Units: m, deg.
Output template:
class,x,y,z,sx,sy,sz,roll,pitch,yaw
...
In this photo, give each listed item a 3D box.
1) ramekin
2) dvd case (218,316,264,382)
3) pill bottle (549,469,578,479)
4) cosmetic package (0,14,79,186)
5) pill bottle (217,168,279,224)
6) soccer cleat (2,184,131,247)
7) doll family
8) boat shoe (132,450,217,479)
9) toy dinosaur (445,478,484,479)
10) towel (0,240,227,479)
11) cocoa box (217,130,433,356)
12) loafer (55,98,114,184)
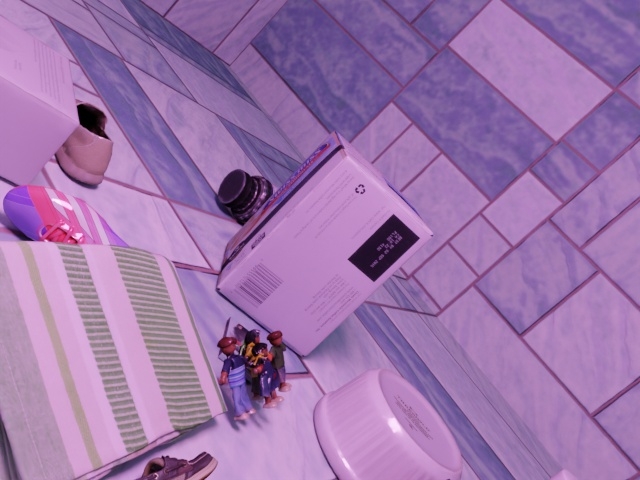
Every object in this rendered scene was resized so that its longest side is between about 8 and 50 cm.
class,x,y,z,sx,sy,sz,roll,pitch,yaw
ramekin,0.125,0.342,1.015,0.273,0.127,0.273,42,14,-13
dvd case,-0.125,0.182,0.973,0.087,0.013,0.119,42,15,-15
pill bottle,0.334,0.488,0.962,0.136,0.245,0.136,43,13,-13
cosmetic package,-0.480,-0.227,0.827,0.224,0.138,0.224,32,19,-41
pill bottle,-0.143,-0.085,1.467,0.219,0.123,0.123,33,19,-43
soccer cleat,-0.303,0.020,0.779,0.248,0.083,0.095,42,18,-28
doll family,-0.095,0.182,0.864,0.193,0.076,0.111,-15,96,-86
boat shoe,-0.158,0.243,0.602,0.049,0.056,0.152,54,15,10
toy dinosaur,0.177,0.447,0.790,0.321,0.218,0.164,15,34,-4
towel,-0.231,0.119,0.646,0.248,0.038,0.325,69,19,9
cocoa box,0.000,0.000,1.164,0.231,0.347,0.228,41,14,-18
loafer,-0.428,-0.211,1.037,0.268,0.092,0.102,52,15,25
